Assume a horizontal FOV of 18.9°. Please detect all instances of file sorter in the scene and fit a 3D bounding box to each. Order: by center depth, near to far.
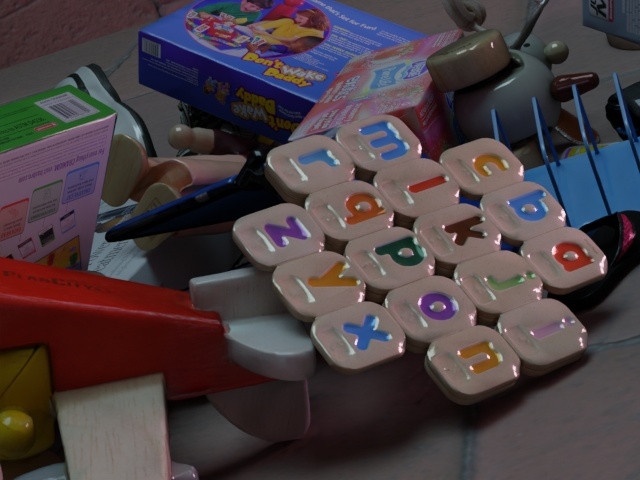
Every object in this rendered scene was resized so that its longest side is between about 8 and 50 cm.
[{"bbox_3d":[0.254,-0.082,1.787,0.170,0.104,0.118,-16,36,12],"label":"file sorter"}]

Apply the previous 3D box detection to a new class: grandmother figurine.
[{"bbox_3d":[-0.074,-0.053,2.019,0.104,0.208,0.342,-41,-18,32],"label":"grandmother figurine"}]

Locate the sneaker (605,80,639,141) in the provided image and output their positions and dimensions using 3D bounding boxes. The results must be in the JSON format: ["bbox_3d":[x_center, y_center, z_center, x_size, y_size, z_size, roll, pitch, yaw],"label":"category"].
[{"bbox_3d":[0.353,-0.160,2.022,0.121,0.079,0.217,-18,17,4],"label":"sneaker"}]

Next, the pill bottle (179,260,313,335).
[{"bbox_3d":[-0.096,0.083,1.738,0.169,0.094,0.094,-23,16,-10],"label":"pill bottle"}]

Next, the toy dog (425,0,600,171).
[{"bbox_3d":[0.223,-0.174,1.996,0.161,0.220,0.334,-16,34,19],"label":"toy dog"}]

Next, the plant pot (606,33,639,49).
[{"bbox_3d":[0.471,-0.381,2.407,0.284,0.191,0.284,-18,15,5],"label":"plant pot"}]

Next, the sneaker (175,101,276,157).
[{"bbox_3d":[-0.141,-0.149,2.463,0.134,0.146,0.343,-18,17,8],"label":"sneaker"}]

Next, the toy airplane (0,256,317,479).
[{"bbox_3d":[-0.191,0.119,1.515,0.384,0.272,0.386,22,15,28],"label":"toy airplane"}]

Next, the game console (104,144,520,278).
[{"bbox_3d":[0.000,0.000,1.739,0.173,0.250,0.293,-55,-19,22],"label":"game console"}]

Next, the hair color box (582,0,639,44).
[{"bbox_3d":[0.452,-0.246,1.935,0.185,0.114,0.374,-16,26,-28],"label":"hair color box"}]

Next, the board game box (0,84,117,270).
[{"bbox_3d":[-0.310,0.036,1.725,0.064,0.316,0.242,31,33,26],"label":"board game box"}]

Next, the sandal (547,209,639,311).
[{"bbox_3d":[0.247,0.006,1.672,0.067,0.040,0.179,-10,19,33],"label":"sandal"}]

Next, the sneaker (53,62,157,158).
[{"bbox_3d":[-0.378,-0.107,2.565,0.257,0.169,0.447,-22,18,-12],"label":"sneaker"}]

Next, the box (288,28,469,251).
[{"bbox_3d":[0.085,-0.103,2.025,0.142,0.154,0.300,-15,16,19],"label":"box"}]

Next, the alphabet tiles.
[{"bbox_3d":[0.082,0.010,1.543,0.278,0.021,0.284,-20,55,-31],"label":"alphabet tiles"}]

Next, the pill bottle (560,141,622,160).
[{"bbox_3d":[0.280,-0.075,1.893,0.083,0.043,0.043,-4,23,45],"label":"pill bottle"}]

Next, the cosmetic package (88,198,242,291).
[{"bbox_3d":[-0.250,0.040,2.068,0.284,0.097,0.377,-16,16,21],"label":"cosmetic package"}]

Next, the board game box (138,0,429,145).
[{"bbox_3d":[-0.020,-0.214,2.379,0.347,0.078,0.233,24,39,28],"label":"board game box"}]

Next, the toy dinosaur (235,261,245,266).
[{"bbox_3d":[-0.055,0.050,1.937,0.082,0.047,0.090,-25,-19,17],"label":"toy dinosaur"}]
